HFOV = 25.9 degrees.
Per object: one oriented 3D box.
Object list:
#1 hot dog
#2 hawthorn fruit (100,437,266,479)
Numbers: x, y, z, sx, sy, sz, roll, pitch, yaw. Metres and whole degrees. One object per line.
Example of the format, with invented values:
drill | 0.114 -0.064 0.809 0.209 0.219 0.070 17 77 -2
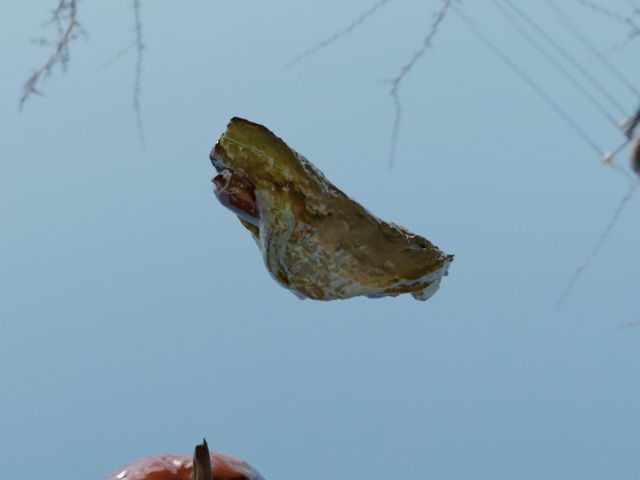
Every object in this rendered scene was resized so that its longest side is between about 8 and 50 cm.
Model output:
hot dog | 0.000 0.001 0.723 0.169 0.078 0.061 33 -101 -32
hawthorn fruit | -0.082 0.198 0.708 0.173 0.179 0.174 15 -122 -26
